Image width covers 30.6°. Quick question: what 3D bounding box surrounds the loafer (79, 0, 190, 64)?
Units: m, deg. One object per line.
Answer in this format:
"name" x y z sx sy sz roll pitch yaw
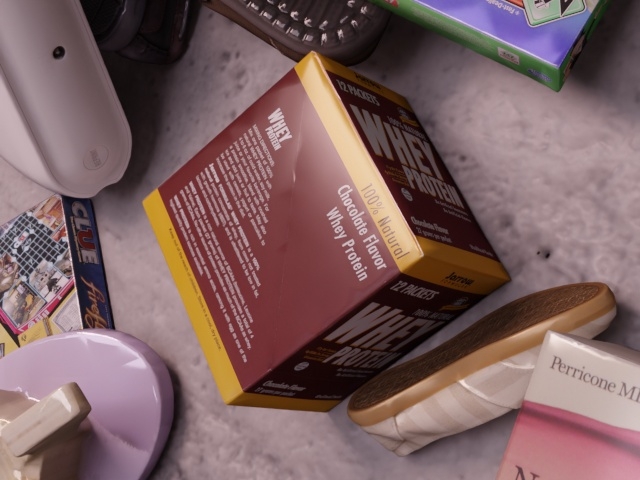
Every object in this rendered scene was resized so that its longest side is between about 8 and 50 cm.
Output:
"loafer" -0.152 -0.312 1.100 0.109 0.095 0.302 4 80 43

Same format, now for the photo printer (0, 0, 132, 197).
"photo printer" -0.294 -0.190 1.061 0.107 0.307 0.256 -36 46 -21

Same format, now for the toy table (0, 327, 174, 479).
"toy table" -0.267 0.191 0.997 0.252 0.161 0.274 45 105 11

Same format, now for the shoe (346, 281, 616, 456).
"shoe" 0.120 0.094 0.837 0.219 0.076 0.058 -30 100 28

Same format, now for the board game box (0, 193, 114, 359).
"board game box" -0.312 0.074 1.159 0.243 0.042 0.165 -25 67 29

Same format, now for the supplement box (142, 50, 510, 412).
"supplement box" 0.000 0.000 0.895 0.194 0.129 0.191 -39 60 24

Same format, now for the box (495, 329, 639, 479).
"box" 0.189 0.190 0.721 0.149 0.127 0.232 19 92 37

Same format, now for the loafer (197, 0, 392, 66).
"loafer" -0.089 -0.250 0.973 0.134 0.130 0.366 -45 72 -3

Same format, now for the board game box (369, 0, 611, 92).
"board game box" 0.085 -0.270 0.850 0.317 0.046 0.213 29 82 17
